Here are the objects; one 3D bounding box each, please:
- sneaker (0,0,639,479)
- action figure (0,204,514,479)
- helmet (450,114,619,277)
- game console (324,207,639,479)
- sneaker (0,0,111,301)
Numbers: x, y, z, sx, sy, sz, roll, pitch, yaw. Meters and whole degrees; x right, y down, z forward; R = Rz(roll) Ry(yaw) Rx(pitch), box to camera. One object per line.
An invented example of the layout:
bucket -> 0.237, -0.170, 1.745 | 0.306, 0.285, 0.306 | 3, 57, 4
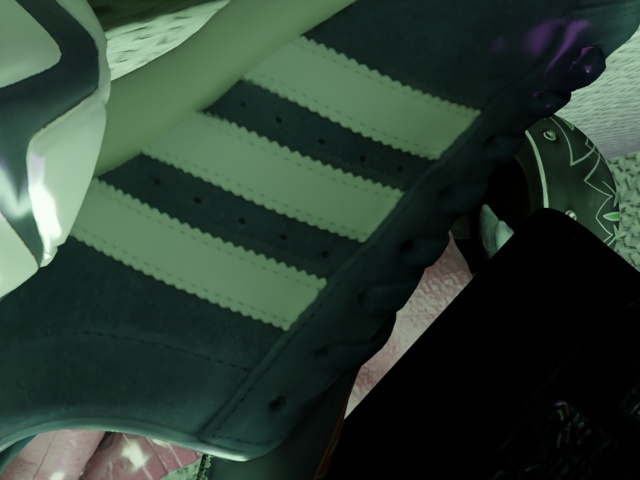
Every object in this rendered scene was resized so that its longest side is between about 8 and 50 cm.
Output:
sneaker -> 0.000, 0.000, 0.510 | 0.350, 0.148, 0.131 | -27, 176, 8
action figure -> -0.083, 0.077, 0.889 | 0.370, 0.276, 0.248 | -30, -174, -10
helmet -> 0.123, -0.017, 1.154 | 0.161, 0.169, 0.169 | -1, 180, 10
game console -> 0.121, -0.026, 0.490 | 0.361, 0.044, 0.213 | -48, -176, 5
sneaker -> -0.151, 0.034, 0.372 | 0.153, 0.094, 0.235 | 2, 127, -38
